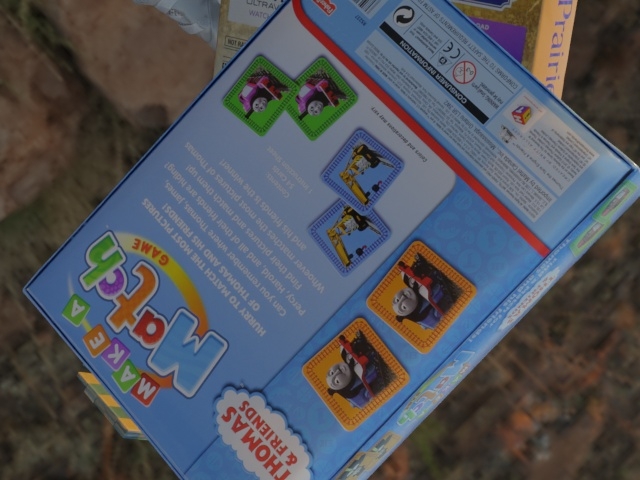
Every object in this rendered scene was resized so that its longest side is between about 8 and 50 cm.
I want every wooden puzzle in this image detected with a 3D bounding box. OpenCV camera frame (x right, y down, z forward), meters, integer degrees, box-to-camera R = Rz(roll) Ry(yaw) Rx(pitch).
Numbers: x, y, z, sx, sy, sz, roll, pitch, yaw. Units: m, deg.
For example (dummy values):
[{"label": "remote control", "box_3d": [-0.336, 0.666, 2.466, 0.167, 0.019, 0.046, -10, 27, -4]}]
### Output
[{"label": "wooden puzzle", "box_3d": [-0.098, 0.089, 0.769, 0.049, 0.083, 0.006, 15, 112, -51]}]

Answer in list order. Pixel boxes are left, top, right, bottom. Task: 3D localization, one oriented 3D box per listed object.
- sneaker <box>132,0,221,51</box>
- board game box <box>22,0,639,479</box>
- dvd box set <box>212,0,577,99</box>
[{"label": "sneaker", "box_3d": [-0.120, -0.242, 1.290, 0.281, 0.115, 0.105, 55, 38, -57]}, {"label": "board game box", "box_3d": [0.000, 0.000, 0.591, 0.211, 0.160, 0.039, -46, 157, 6]}, {"label": "dvd box set", "box_3d": [0.065, -0.284, 1.125, 0.062, 0.307, 0.420, -14, 115, -53]}]
